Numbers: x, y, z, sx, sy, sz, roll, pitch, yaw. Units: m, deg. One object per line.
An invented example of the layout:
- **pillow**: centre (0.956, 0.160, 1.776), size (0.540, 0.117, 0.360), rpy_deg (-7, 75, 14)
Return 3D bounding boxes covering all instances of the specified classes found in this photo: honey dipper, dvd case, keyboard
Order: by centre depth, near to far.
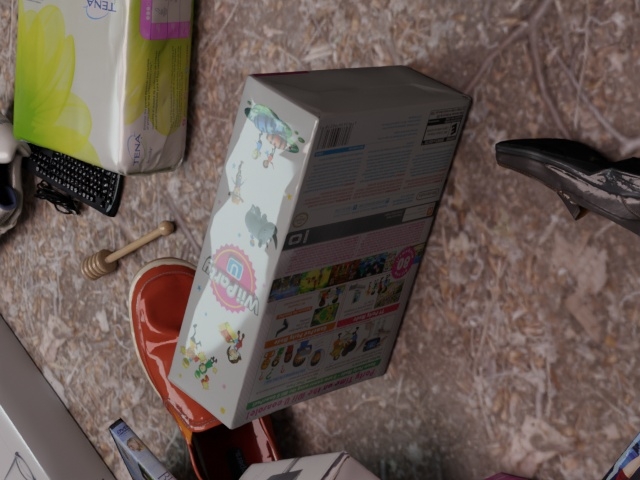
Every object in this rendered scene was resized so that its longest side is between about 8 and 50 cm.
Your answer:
- **dvd case**: centre (-0.141, 0.327, 1.407), size (0.253, 0.022, 0.180), rpy_deg (41, 157, 30)
- **honey dipper**: centre (-0.228, 0.011, 1.488), size (0.160, 0.030, 0.031), rpy_deg (-24, 81, 41)
- **keyboard**: centre (-0.320, -0.079, 1.551), size (0.192, 0.038, 0.100), rpy_deg (26, 115, 38)

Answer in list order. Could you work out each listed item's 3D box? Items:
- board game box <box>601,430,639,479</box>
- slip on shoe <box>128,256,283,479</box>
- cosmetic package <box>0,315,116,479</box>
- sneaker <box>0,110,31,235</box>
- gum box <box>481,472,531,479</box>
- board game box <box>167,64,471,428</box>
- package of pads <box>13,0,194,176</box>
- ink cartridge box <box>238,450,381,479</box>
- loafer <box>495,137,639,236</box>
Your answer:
- **board game box**: centre (0.332, 0.216, 0.985), size (0.194, 0.060, 0.194), rpy_deg (47, 124, 27)
- **slip on shoe**: centre (-0.112, 0.171, 1.333), size (0.101, 0.123, 0.331), rpy_deg (148, 102, -79)
- **cosmetic package**: centre (-0.448, 0.299, 1.701), size (0.377, 0.097, 0.284), rpy_deg (48, 123, 26)
- **sneaker**: centre (-0.454, -0.041, 1.627), size (0.129, 0.111, 0.297), rpy_deg (40, 128, 27)
- **gum box**: centre (0.189, 0.308, 1.132), size (0.107, 0.062, 0.189), rpy_deg (6, 102, 42)
- **board game box**: centre (0.000, 0.000, 1.141), size (0.097, 0.224, 0.303), rpy_deg (32, 117, 33)
- **package of pads**: centre (-0.243, -0.235, 1.409), size (0.229, 0.101, 0.297), rpy_deg (20, 112, 40)
- **ink cartridge box**: centre (0.009, 0.285, 1.190), size (0.158, 0.092, 0.218), rpy_deg (40, 155, -13)
- **loafer**: centre (0.216, -0.045, 1.046), size (0.170, 0.062, 0.061), rpy_deg (23, 117, 40)
